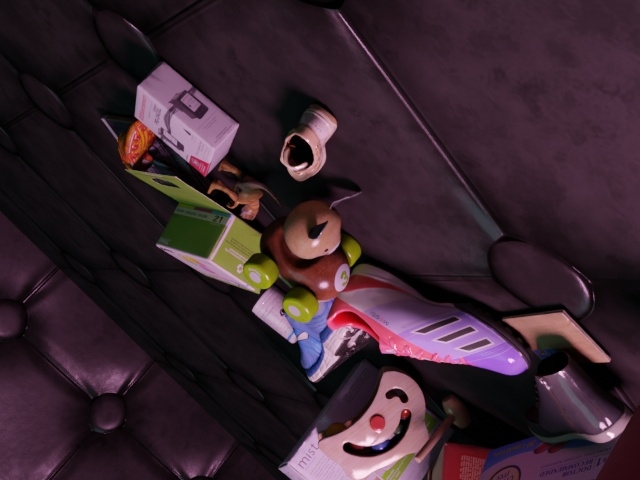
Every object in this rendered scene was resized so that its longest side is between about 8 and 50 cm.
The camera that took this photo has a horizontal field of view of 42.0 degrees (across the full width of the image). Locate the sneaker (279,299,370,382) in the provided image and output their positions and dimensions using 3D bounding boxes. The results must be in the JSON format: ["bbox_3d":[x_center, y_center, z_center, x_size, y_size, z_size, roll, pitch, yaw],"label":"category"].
[{"bbox_3d":[0.008,0.147,1.501,0.147,0.130,0.330,49,156,15],"label":"sneaker"}]

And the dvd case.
[{"bbox_3d":[-0.296,-0.156,1.512,0.221,0.018,0.164,14,146,45],"label":"dvd case"}]

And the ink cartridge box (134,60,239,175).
[{"bbox_3d":[-0.207,-0.184,1.268,0.150,0.063,0.109,40,157,0],"label":"ink cartridge box"}]

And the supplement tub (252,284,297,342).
[{"bbox_3d":[-0.074,0.147,1.655,0.107,0.071,0.071,38,157,7],"label":"supplement tub"}]

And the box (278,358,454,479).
[{"bbox_3d":[0.089,0.411,1.642,0.231,0.262,0.127,38,157,3],"label":"box"}]

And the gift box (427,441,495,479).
[{"bbox_3d":[0.314,0.522,1.457,0.276,0.255,0.258,13,150,6],"label":"gift box"}]

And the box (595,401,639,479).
[{"bbox_3d":[0.409,0.236,0.874,0.148,0.232,0.127,42,157,-4],"label":"box"}]

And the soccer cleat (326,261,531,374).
[{"bbox_3d":[0.154,0.139,1.233,0.318,0.116,0.108,24,154,32],"label":"soccer cleat"}]

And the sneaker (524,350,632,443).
[{"bbox_3d":[0.328,0.212,1.159,0.118,0.083,0.222,49,161,0],"label":"sneaker"}]

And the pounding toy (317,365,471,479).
[{"bbox_3d":[0.121,0.319,1.493,0.154,0.269,0.155,63,179,2],"label":"pounding toy"}]

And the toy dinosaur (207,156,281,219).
[{"bbox_3d":[-0.116,-0.085,1.336,0.112,0.064,0.211,26,168,-6],"label":"toy dinosaur"}]

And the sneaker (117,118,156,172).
[{"bbox_3d":[-0.325,-0.167,1.435,0.067,0.064,0.175,48,155,4],"label":"sneaker"}]

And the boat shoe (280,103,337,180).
[{"bbox_3d":[-0.027,-0.120,1.116,0.063,0.059,0.170,37,157,6],"label":"boat shoe"}]

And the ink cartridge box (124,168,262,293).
[{"bbox_3d":[-0.224,-0.018,1.461,0.255,0.097,0.189,35,166,-38],"label":"ink cartridge box"}]

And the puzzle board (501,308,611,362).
[{"bbox_3d":[0.313,0.129,1.113,0.096,0.011,0.128,44,157,-11],"label":"puzzle board"}]

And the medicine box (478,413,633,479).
[{"bbox_3d":[0.334,0.410,1.143,0.149,0.289,0.263,45,135,-10],"label":"medicine box"}]

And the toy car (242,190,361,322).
[{"bbox_3d":[0.000,0.000,1.200,0.149,0.155,0.188,40,145,0],"label":"toy car"}]
